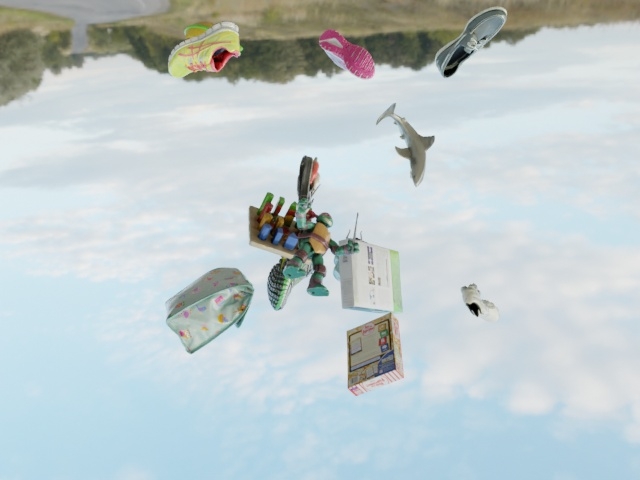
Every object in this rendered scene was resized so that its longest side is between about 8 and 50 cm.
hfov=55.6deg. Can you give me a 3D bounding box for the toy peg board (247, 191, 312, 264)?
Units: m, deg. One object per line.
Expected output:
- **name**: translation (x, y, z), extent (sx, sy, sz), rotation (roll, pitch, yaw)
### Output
- **toy peg board**: translation (-0.089, -0.039, 1.490), extent (0.161, 0.079, 0.160), rotation (19, -150, -19)

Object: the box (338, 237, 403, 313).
- **box**: translation (0.179, 0.132, 2.107), extent (0.059, 0.232, 0.322), rotation (-12, 163, 37)

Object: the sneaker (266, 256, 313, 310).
- **sneaker**: translation (-0.093, 0.123, 2.287), extent (0.146, 0.343, 0.134), rotation (16, -159, -31)

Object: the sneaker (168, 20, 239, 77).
- **sneaker**: translation (-0.282, -0.441, 1.468), extent (0.209, 0.094, 0.081), rotation (-25, 165, 23)

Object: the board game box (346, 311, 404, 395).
- **board game box**: translation (0.141, 0.298, 1.606), extent (0.147, 0.045, 0.193), rotation (-27, -144, 23)

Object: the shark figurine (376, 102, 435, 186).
- **shark figurine**: translation (0.299, -0.331, 1.932), extent (0.116, 0.278, 0.166), rotation (-13, -155, 41)

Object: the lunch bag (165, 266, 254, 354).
- **lunch bag**: translation (-0.322, 0.191, 1.825), extent (0.262, 0.160, 0.223), rotation (-33, -163, -8)

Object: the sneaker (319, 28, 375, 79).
- **sneaker**: translation (0.112, -0.702, 2.323), extent (0.252, 0.103, 0.111), rotation (44, -174, 10)

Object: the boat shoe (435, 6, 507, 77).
- **boat shoe**: translation (0.543, -0.703, 2.183), extent (0.116, 0.099, 0.319), rotation (20, 145, -30)

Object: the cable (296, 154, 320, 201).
- **cable**: translation (-0.030, -0.132, 1.724), extent (0.072, 0.139, 0.287), rotation (6, -137, -8)

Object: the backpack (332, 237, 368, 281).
- **backpack**: translation (0.134, 0.094, 2.350), extent (0.144, 0.188, 0.166), rotation (29, 178, 40)

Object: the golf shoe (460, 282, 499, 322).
- **golf shoe**: translation (0.490, 0.215, 1.875), extent (0.069, 0.176, 0.086), rotation (-30, -150, 37)

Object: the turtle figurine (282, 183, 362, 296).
- **turtle figurine**: translation (0.000, 0.000, 1.352), extent (0.175, 0.118, 0.234), rotation (28, -123, -13)

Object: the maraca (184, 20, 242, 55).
- **maraca**: translation (-0.311, -0.577, 1.756), extent (0.186, 0.099, 0.127), rotation (15, 166, 26)
